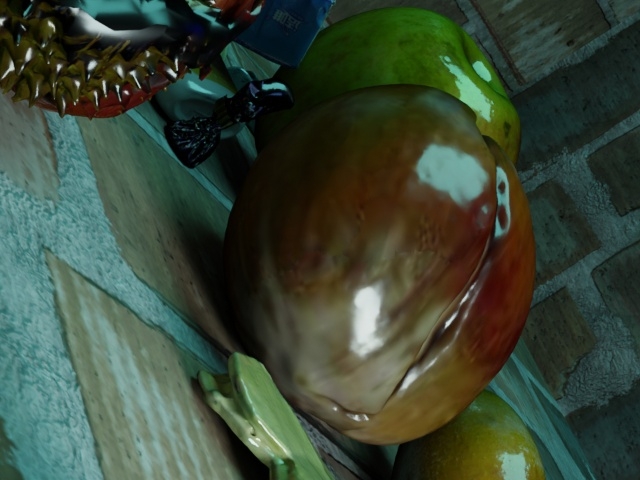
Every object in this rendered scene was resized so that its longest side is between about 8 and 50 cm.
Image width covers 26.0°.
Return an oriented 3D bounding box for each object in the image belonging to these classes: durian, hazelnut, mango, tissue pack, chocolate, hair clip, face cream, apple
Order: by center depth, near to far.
[{"bbox_3d":[-0.187,-0.260,1.073,0.347,0.348,0.384,60,-1,12],"label":"durian"},{"bbox_3d":[0.054,0.024,1.390,0.372,0.315,0.372,21,64,-50],"label":"hazelnut"},{"bbox_3d":[0.146,0.244,1.479,0.146,0.192,0.316,16,22,-15],"label":"mango"},{"bbox_3d":[-0.103,-0.143,1.562,0.070,0.147,0.072,55,3,6],"label":"chocolate"},{"bbox_3d":[-0.113,-0.334,1.662,0.270,0.137,0.209,26,30,-10],"label":"tissue pack"},{"bbox_3d":[-0.182,-0.252,1.687,0.144,0.071,0.291,27,31,-50],"label":"face cream"},{"bbox_3d":[0.090,-0.136,1.769,0.339,0.340,0.339,54,11,-16],"label":"apple"},{"bbox_3d":[-0.056,-0.127,1.988,0.275,0.048,0.083,59,7,4],"label":"hair clip"}]

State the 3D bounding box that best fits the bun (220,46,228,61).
[{"bbox_3d":[-0.167,-0.274,1.846,0.115,0.069,0.115,53,11,-15],"label":"bun"}]

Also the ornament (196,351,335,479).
[{"bbox_3d":[-0.022,0.194,1.197,0.201,0.059,0.180,59,8,20],"label":"ornament"}]
